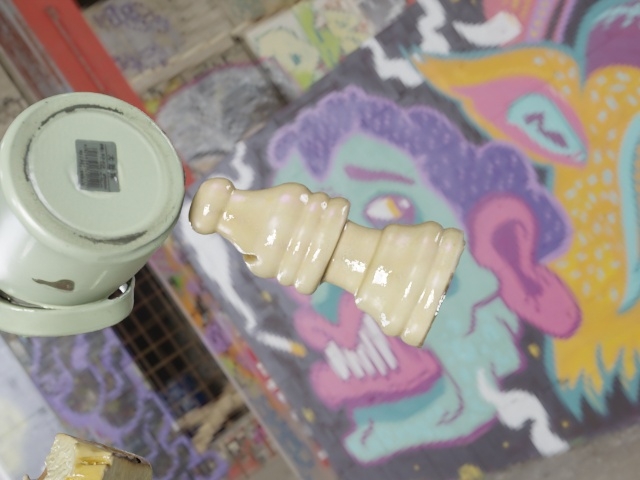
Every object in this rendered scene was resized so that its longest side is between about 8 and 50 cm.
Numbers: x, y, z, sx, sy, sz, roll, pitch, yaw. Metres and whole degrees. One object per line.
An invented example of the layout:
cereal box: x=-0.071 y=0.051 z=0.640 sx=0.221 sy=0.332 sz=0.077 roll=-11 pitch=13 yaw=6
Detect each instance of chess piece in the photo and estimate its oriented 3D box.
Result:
chess piece: x=0.000 y=0.000 z=1.417 sx=0.124 sy=0.307 sz=0.139 roll=-69 pitch=1 yaw=-77

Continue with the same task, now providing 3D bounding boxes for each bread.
bread: x=-0.337 y=0.406 z=1.892 sx=0.211 sy=0.224 sz=0.184 roll=-10 pitch=62 yaw=59

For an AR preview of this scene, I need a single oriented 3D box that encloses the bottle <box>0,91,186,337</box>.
bottle: x=-0.313 y=0.005 z=1.444 sx=0.229 sy=0.229 sz=0.351 roll=-35 pitch=-5 yaw=-38
